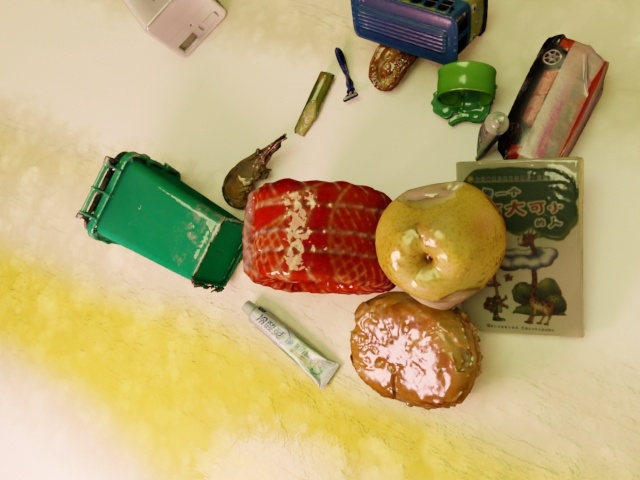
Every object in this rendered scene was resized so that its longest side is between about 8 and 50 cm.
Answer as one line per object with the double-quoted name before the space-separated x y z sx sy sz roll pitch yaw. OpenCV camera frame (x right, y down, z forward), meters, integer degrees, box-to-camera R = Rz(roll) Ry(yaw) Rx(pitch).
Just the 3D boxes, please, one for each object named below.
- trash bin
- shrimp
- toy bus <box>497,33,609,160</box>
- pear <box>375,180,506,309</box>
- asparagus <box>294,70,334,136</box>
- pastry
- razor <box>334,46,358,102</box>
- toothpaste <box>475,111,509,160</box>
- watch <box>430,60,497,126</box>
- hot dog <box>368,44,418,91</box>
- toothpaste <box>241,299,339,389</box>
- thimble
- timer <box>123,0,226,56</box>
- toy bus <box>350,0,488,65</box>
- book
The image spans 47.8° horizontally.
"trash bin" -0.391 -0.049 1.862 0.381 0.295 0.259 27 92 23
"shrimp" -0.156 -0.176 1.891 0.262 0.066 0.117 -32 81 32
"toy bus" 0.500 -0.282 1.552 0.147 0.127 0.303 27 91 23
"pear" 0.237 0.002 1.446 0.271 0.271 0.271 -6 76 25
"asparagus" -0.018 -0.355 1.872 0.045 0.041 0.178 26 92 37
"pastry" 0.212 0.234 1.558 0.311 0.162 0.255 14 108 38
"razor" 0.063 -0.427 1.853 0.044 0.028 0.155 -23 71 25
"toothpaste" 0.360 -0.228 1.537 0.047 0.268 0.069 -13 86 3
"watch" 0.317 -0.339 1.640 0.165 0.152 0.131 3 83 25
"hot dog" 0.178 -0.438 1.779 0.099 0.065 0.147 42 97 18
"toothpaste" -0.082 0.246 1.773 0.297 0.048 0.075 37 93 24
"thimble" 0.000 0.000 1.623 0.350 0.350 0.231 -3 78 26
"timer" -0.422 -0.678 2.055 0.192 0.194 0.195 -42 65 12
"toy bus" 0.231 -0.539 1.698 0.287 0.138 0.175 27 60 27
"book" 0.415 0.015 1.506 0.260 0.043 0.371 0 98 29
